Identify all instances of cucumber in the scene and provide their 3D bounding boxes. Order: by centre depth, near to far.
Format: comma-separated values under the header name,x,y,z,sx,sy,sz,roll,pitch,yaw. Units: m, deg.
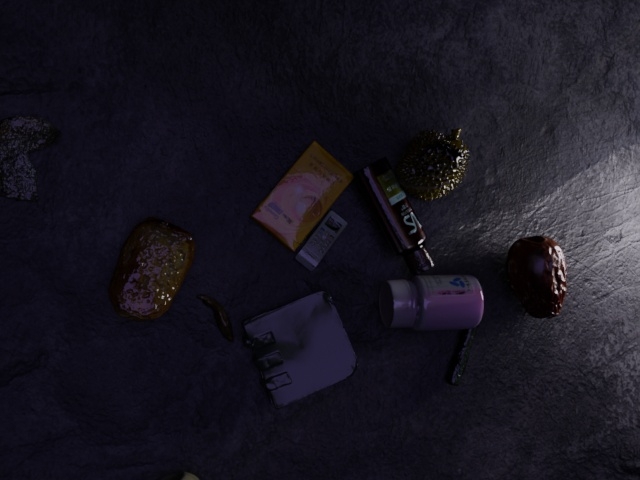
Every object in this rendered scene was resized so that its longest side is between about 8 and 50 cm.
name,x,y,z,sx,sy,sz,roll,pitch,yaw
cucumber,0.404,0.279,2.024,0.044,0.043,0.257,21,81,-16

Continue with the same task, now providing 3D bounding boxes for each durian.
name,x,y,z,sx,sy,sz,roll,pitch,yaw
durian,0.328,-0.222,1.990,0.193,0.138,0.237,35,79,-8

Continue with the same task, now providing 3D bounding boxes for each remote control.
name,x,y,z,sx,sy,sz,roll,pitch,yaw
remote control,0.000,0.000,1.957,0.065,0.029,0.166,39,75,-7

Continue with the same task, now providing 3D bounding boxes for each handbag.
name,x,y,z,sx,sy,sz,roll,pitch,yaw
handbag,-0.056,0.282,1.902,0.260,0.079,0.248,-21,91,-13

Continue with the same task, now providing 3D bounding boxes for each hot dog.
name,x,y,z,sx,sy,sz,roll,pitch,yaw
hot dog,-0.424,0.076,1.817,0.175,0.114,0.259,27,83,-15

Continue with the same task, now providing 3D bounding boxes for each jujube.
name,x,y,z,sx,sy,sz,roll,pitch,yaw
jujube,0.605,0.104,2.033,0.168,0.168,0.237,-17,105,-13

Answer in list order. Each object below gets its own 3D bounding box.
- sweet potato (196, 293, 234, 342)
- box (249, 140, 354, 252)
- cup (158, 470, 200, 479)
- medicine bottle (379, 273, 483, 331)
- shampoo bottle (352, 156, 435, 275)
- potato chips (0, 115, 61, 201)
name,x,y,z,sx,sy,sz,roll,pitch,yaw
sweet potato,-0.262,0.195,1.882,0.041,0.038,0.153,-35,93,-35
box,-0.047,-0.118,1.947,0.152,0.043,0.269,40,78,-8
cup,-0.371,0.695,1.786,0.173,0.255,0.202,-31,96,-55
medicine bottle,0.294,0.167,1.952,0.254,0.152,0.152,0,86,-12
shampoo bottle,0.206,-0.062,1.971,0.129,0.084,0.323,-29,93,-48
potato chips,-0.749,-0.212,1.802,0.202,0.029,0.220,34,82,-6
